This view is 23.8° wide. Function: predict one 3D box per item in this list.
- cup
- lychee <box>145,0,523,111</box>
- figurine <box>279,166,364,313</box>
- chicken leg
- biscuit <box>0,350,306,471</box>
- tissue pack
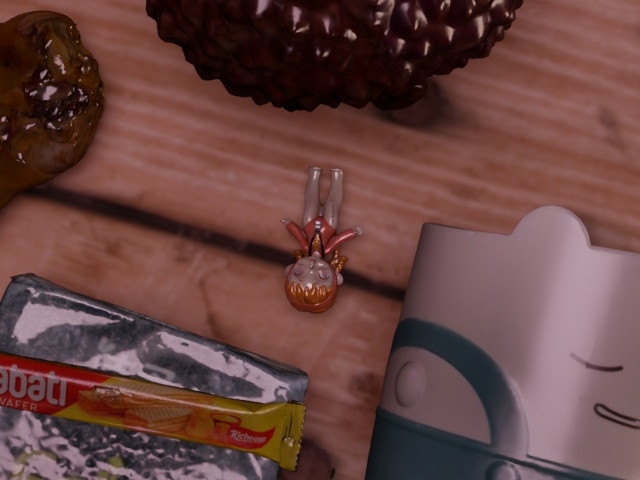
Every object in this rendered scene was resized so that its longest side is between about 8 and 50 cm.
[{"bbox_3d":[0.175,0.124,1.039,0.289,0.219,0.258,16,88,-29],"label":"cup"},{"bbox_3d":[0.010,-0.238,1.002,0.306,0.306,0.330,-18,118,1],"label":"lychee"},{"bbox_3d":[0.000,0.000,1.122,0.064,0.047,0.109,5,78,9],"label":"figurine"},{"bbox_3d":[-0.245,-0.053,1.121,0.107,0.087,0.251,36,95,24],"label":"chicken leg"},{"bbox_3d":[-0.154,0.105,1.026,0.292,0.026,0.048,10,108,4],"label":"biscuit"},{"bbox_3d":[-0.160,0.206,1.086,0.228,0.103,0.316,18,88,1],"label":"tissue pack"}]
